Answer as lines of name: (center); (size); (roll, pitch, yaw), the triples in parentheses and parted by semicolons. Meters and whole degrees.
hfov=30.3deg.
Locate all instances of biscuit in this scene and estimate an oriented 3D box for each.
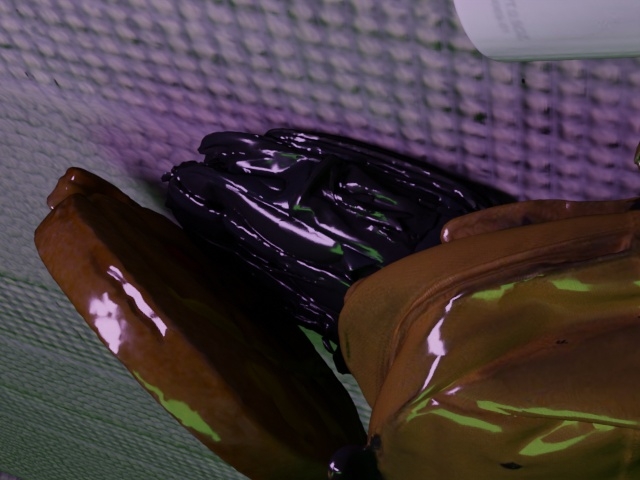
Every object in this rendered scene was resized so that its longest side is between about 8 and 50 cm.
biscuit: (-0.090, 0.063, 0.976); (0.350, 0.070, 0.394); (47, -176, 9)

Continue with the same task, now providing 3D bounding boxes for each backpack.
backpack: (0.197, 0.106, 0.764); (0.378, 0.201, 0.353); (-5, 145, 8)
backpack: (0.000, 0.000, 0.906); (0.258, 0.133, 0.206); (25, 151, 17)

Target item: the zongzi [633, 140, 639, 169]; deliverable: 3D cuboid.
zongzi: (0.268, -0.003, 0.556); (0.187, 0.184, 0.084); (-23, 157, 18)

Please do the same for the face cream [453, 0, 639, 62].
face cream: (0.223, -0.130, 0.491); (0.345, 0.102, 0.102); (4, 147, 37)
